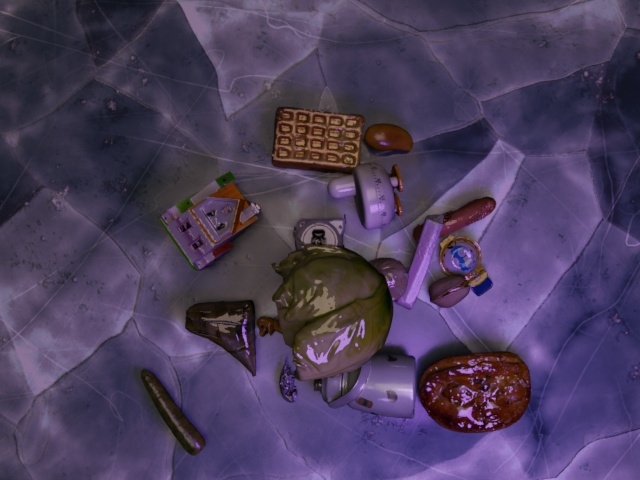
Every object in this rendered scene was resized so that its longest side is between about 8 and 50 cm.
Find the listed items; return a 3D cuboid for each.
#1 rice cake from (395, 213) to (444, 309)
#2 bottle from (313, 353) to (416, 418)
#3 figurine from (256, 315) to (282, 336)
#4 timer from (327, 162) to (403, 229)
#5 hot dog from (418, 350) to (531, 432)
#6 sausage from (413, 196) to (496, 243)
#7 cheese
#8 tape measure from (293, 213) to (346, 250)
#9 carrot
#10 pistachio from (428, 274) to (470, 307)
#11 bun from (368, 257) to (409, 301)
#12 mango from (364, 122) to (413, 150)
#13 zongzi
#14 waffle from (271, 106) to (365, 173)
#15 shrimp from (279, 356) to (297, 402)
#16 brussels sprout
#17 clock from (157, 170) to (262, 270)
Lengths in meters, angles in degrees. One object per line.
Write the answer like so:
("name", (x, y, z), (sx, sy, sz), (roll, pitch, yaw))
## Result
("rice cake", (0.352, 0.077, 1.724), (0.073, 0.056, 0.364), (19, 105, 6))
("bottle", (0.149, 0.481, 1.679), (0.352, 0.229, 0.229), (4, 87, 9))
("figurine", (-0.142, 0.288, 1.757), (0.176, 0.121, 0.122), (-1, 59, 10))
("timer", (0.154, -0.152, 1.696), (0.240, 0.233, 0.233), (-10, 87, -3))
("hot dog", (0.536, 0.510, 1.684), (0.388, 0.174, 0.266), (-7, 89, 0))
("sausage", (0.486, -0.076, 1.759), (0.327, 0.087, 0.079), (-24, 100, 0))
("cheese", (0.527, 0.088, 1.761), (0.156, 0.064, 0.250), (-40, 98, 6))
("tape measure", (0.003, 0.003, 1.753), (0.196, 0.105, 0.178), (-7, 88, -1))
("carrot", (-0.536, 0.609, 1.748), (0.074, 0.074, 0.358), (-38, 86, -1))
("pistachio", (0.456, 0.178, 1.733), (0.149, 0.113, 0.113), (-38, 87, 27))
("bun", (0.215, 0.138, 1.713), (0.167, 0.113, 0.173), (38, 109, 28))
("mango", (0.250, -0.373, 1.779), (0.184, 0.085, 0.102), (6, 88, -4))
("zongzi", (-0.352, 0.353, 1.734), (0.251, 0.125, 0.274), (-3, 93, 0))
("waffle", (-0.009, -0.360, 1.778), (0.328, 0.098, 0.224), (5, 89, -1))
("shrimp", (-0.116, 0.500, 1.754), (0.065, 0.056, 0.165), (1, 97, 16))
("brussels sprout", (0.049, 0.212, 1.559), (0.361, 0.342, 0.425), (-12, 76, 1))
("clock", (-0.367, -0.075, 1.735), (0.309, 0.166, 0.235), (-35, 87, 6))
